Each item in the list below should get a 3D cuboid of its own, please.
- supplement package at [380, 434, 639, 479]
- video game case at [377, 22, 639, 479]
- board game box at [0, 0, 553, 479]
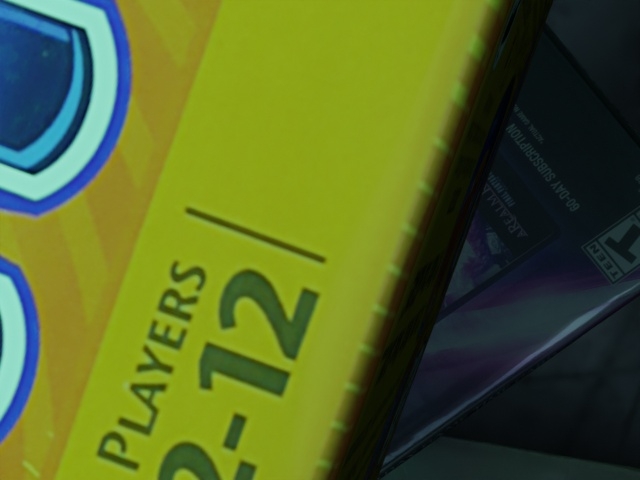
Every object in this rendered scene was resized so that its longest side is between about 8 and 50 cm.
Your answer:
[{"bbox_3d":[0.168,0.207,0.755,0.293,0.175,0.177,21,78,-37],"label":"supplement package"},{"bbox_3d":[0.000,0.000,0.740,0.274,0.026,0.196,-34,74,-9],"label":"video game case"},{"bbox_3d":[-0.134,-0.043,0.506,0.356,0.356,0.356,20,94,6],"label":"board game box"}]
